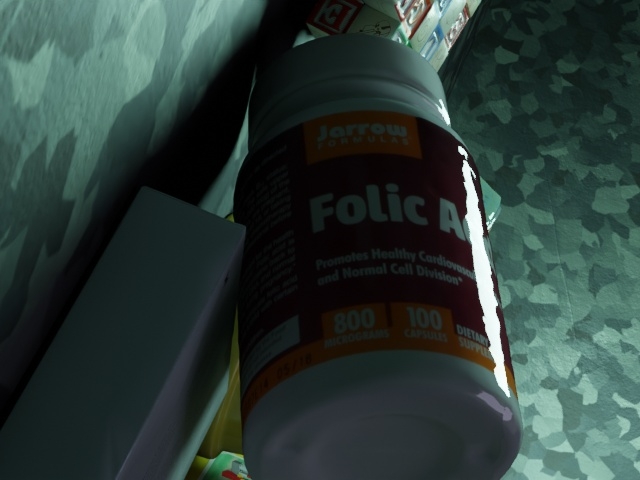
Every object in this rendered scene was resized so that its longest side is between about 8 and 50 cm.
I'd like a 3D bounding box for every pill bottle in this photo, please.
[{"bbox_3d":[0.038,0.021,1.216,0.224,0.224,0.392,106,-16,-49],"label":"pill bottle"}]

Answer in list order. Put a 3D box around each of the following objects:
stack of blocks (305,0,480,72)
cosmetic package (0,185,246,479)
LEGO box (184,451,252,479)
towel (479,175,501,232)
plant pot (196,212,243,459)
[{"bbox_3d":[0.069,-0.252,1.351,0.171,0.087,0.297,-58,162,-6],"label":"stack of blocks"},{"bbox_3d":[-0.177,0.189,1.064,0.284,0.097,0.377,106,8,-58],"label":"cosmetic package"},{"bbox_3d":[-0.060,0.373,1.442,0.500,0.372,0.193,-32,144,-79],"label":"LEGO box"},{"bbox_3d":[0.077,-0.053,1.674,0.040,0.271,0.370,-41,-173,33],"label":"towel"},{"bbox_3d":[-0.028,0.129,1.475,0.254,0.239,0.254,22,90,-83],"label":"plant pot"}]
